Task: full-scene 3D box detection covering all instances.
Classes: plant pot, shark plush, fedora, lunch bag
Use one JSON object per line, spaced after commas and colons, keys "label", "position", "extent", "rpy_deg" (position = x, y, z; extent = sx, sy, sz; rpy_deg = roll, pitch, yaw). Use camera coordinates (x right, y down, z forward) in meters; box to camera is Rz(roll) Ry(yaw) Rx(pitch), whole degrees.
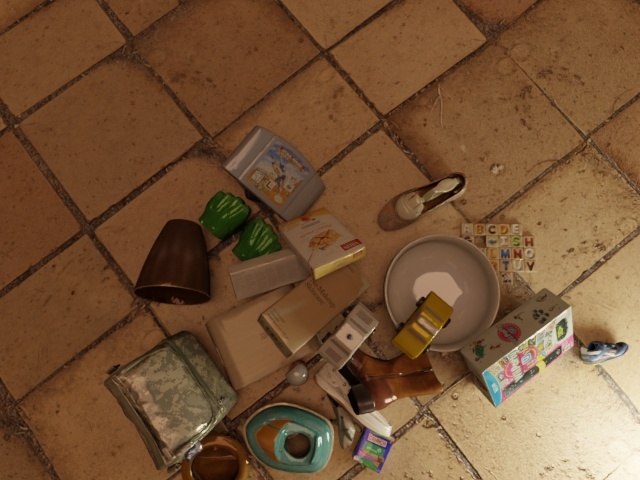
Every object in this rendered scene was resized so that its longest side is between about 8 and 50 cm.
{"label": "plant pot", "position": [-0.434, 0.059, 1.241], "extent": [0.215, 0.215, 0.230], "rpy_deg": [0, 67, 1]}
{"label": "shark plush", "position": [0.055, 0.543, 1.222], "extent": [0.067, 0.073, 0.161], "rpy_deg": [-33, 86, 26]}
{"label": "fedora", "position": [-0.305, 0.656, 1.195], "extent": [0.194, 0.079, 0.194], "rpy_deg": [1, 83, -7]}
{"label": "lunch bag", "position": [-0.415, 0.437, 1.118], "extent": [0.212, 0.256, 0.305], "rpy_deg": [-39, 84, 19]}

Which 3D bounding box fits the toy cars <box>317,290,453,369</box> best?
{"label": "toy cars", "position": [0.180, 0.245, 1.106], "extent": [0.393, 0.087, 0.176], "rpy_deg": [-9, 80, 0]}

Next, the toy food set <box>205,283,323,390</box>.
{"label": "toy food set", "position": [-0.173, 0.292, 1.255], "extent": [0.306, 0.092, 0.220], "rpy_deg": [-24, 79, -10]}

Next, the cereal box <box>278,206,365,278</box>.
{"label": "cereal box", "position": [0.000, 0.000, 1.222], "extent": [0.173, 0.047, 0.240], "rpy_deg": [-24, 43, -20]}

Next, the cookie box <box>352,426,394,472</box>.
{"label": "cookie box", "position": [0.157, 0.617, 1.213], "extent": [0.092, 0.040, 0.107], "rpy_deg": [26, 82, 5]}

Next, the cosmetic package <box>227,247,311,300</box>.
{"label": "cosmetic package", "position": [-0.155, 0.094, 1.245], "extent": [0.239, 0.060, 0.099], "rpy_deg": [-16, 120, -15]}

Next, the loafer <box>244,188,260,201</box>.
{"label": "loafer", "position": [-0.187, -0.235, 1.335], "extent": [0.078, 0.076, 0.223], "rpy_deg": [13, 86, -2]}

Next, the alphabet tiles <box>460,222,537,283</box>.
{"label": "alphabet tiles", "position": [0.575, 0.042, 1.311], "extent": [0.237, 0.009, 0.198], "rpy_deg": [1, 81, 1]}

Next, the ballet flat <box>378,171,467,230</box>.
{"label": "ballet flat", "position": [0.327, -0.135, 1.293], "extent": [0.316, 0.106, 0.107], "rpy_deg": [-30, 82, -3]}

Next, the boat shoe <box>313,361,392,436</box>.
{"label": "boat shoe", "position": [0.111, 0.464, 1.208], "extent": [0.277, 0.098, 0.096], "rpy_deg": [38, 84, 8]}

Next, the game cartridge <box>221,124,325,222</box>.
{"label": "game cartridge", "position": [-0.136, -0.209, 1.284], "extent": [0.297, 0.062, 0.198], "rpy_deg": [40, 88, -17]}

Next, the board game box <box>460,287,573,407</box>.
{"label": "board game box", "position": [0.568, 0.309, 1.163], "extent": [0.303, 0.224, 0.097], "rpy_deg": [-35, 38, -3]}

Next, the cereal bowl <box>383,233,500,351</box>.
{"label": "cereal bowl", "position": [0.350, 0.156, 1.230], "extent": [0.339, 0.141, 0.339], "rpy_deg": [0, 81, 0]}

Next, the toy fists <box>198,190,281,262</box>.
{"label": "toy fists", "position": [-0.247, -0.039, 1.295], "extent": [0.279, 0.096, 0.142], "rpy_deg": [42, 97, 5]}

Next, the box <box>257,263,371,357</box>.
{"label": "box", "position": [-0.017, 0.185, 1.195], "extent": [0.311, 0.121, 0.148], "rpy_deg": [-38, 82, -24]}

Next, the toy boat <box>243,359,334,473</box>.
{"label": "toy boat", "position": [-0.086, 0.509, 1.180], "extent": [0.267, 0.148, 0.318], "rpy_deg": [8, 82, 2]}

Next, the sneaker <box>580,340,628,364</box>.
{"label": "sneaker", "position": [0.866, 0.332, 1.240], "extent": [0.144, 0.053, 0.059], "rpy_deg": [-19, 79, -3]}

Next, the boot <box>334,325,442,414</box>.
{"label": "boot", "position": [0.194, 0.351, 1.204], "extent": [0.280, 0.096, 0.264], "rpy_deg": [-9, 50, -19]}
